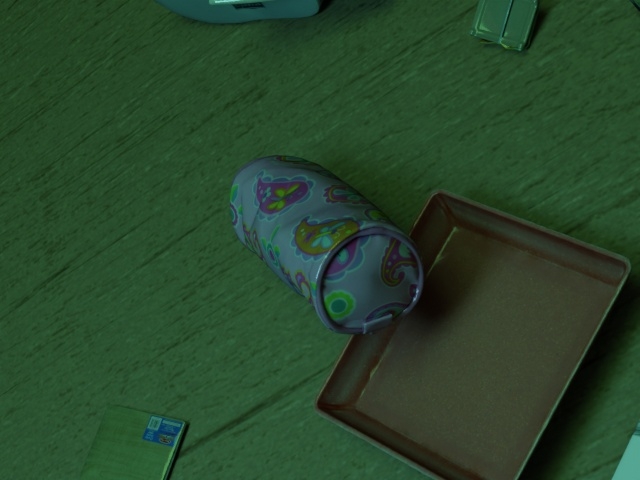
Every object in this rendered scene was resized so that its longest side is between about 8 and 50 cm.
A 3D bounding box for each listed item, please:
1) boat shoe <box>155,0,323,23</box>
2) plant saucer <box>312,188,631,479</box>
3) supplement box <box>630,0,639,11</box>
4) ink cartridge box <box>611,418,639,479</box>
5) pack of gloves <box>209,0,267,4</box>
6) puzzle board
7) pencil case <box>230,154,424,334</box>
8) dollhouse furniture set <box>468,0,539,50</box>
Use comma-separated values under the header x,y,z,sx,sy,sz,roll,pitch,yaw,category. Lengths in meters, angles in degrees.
x,y,z,sx,sy,sz,roll,pitch,yaw,category
-0.101,-0.328,1.910,0.267,0.096,0.088,3,62,39,boat shoe
0.147,0.101,1.483,0.259,0.047,0.258,23,82,46,plant saucer
0.351,-0.262,1.521,0.083,0.056,0.083,28,85,45,supplement box
0.336,0.165,1.173,0.117,0.207,0.283,19,78,46,ink cartridge box
-0.010,-0.367,1.818,0.232,0.046,0.195,-1,58,13,pack of gloves
-0.207,0.236,1.723,0.128,0.011,0.096,6,68,41,puzzle board
0.000,0.000,1.576,0.124,0.124,0.284,-54,28,1,pencil case
0.219,-0.275,1.663,0.076,0.058,0.152,21,99,37,dollhouse furniture set
